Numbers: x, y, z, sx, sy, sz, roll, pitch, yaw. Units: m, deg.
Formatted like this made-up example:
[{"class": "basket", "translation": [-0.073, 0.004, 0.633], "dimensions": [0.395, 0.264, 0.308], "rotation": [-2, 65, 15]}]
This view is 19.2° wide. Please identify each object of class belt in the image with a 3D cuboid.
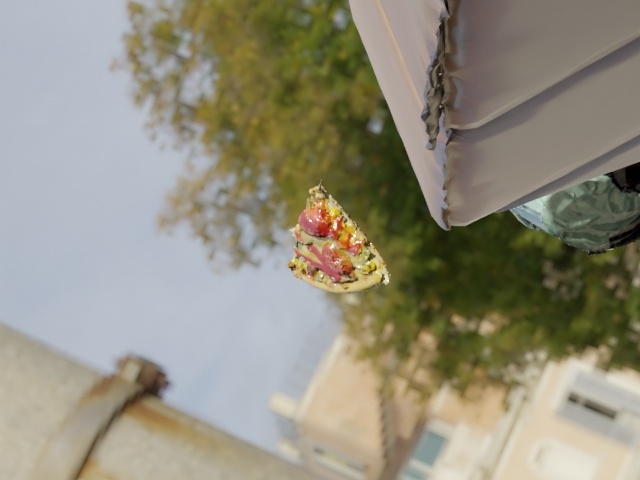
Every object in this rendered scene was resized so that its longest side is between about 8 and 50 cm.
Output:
[{"class": "belt", "translation": [0.177, -0.049, 1.223], "dimensions": [0.140, 0.058, 0.105], "rotation": [-7, -64, -37]}]

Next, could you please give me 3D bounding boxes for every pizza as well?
[{"class": "pizza", "translation": [0.000, 0.013, 1.557], "dimensions": [0.029, 0.100, 0.099], "rotation": [-33, -2, -41]}]

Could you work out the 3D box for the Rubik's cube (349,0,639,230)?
[{"class": "Rubik's cube", "translation": [0.092, -0.160, 0.426], "dimensions": [0.231, 0.225, 0.221], "rotation": [-21, -14, -2]}]
